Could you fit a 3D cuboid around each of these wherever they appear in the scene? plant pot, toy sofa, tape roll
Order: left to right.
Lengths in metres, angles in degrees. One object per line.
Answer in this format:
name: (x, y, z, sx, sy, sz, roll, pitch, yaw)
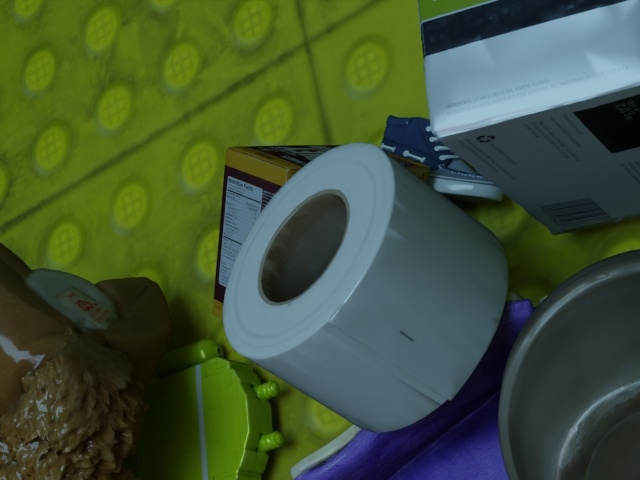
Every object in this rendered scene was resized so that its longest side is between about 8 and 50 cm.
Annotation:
tape roll: (0.043, 0.047, 1.734, 0.246, 0.169, 0.246, -37, 34, 30)
toy sofa: (0.152, 0.222, 1.790, 0.362, 0.177, 0.150, -42, 54, 22)
plant pot: (0.303, 0.181, 1.521, 0.323, 0.280, 0.323, 2, 98, 12)

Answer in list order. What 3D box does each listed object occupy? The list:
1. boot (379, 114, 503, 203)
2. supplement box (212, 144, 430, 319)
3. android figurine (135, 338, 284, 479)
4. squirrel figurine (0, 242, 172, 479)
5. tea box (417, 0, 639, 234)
boot: (0.134, -0.094, 1.966, 0.190, 0.069, 0.086, 12, 88, 43)
supplement box: (0.000, 0.000, 1.926, 0.129, 0.191, 0.194, 23, 111, 54)
android figurine: (-0.151, 0.242, 2.114, 0.272, 0.056, 0.248, -24, 62, 35)
squirrel figurine: (-0.348, 0.245, 2.075, 0.370, 0.281, 0.397, -62, 34, 21)
tea box: (0.253, -0.219, 1.711, 0.220, 0.329, 0.324, -13, 68, 24)
